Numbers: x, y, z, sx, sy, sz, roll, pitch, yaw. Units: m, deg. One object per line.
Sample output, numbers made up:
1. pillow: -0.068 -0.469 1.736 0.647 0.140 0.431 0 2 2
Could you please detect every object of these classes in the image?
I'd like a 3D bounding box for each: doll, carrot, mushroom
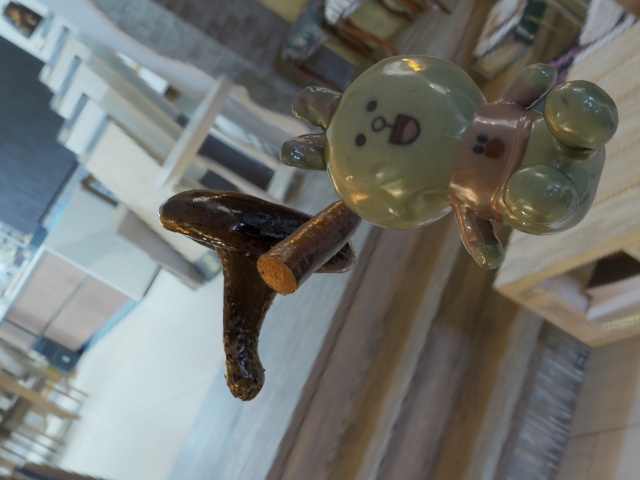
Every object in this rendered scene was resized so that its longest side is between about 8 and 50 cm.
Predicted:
1. doll: 0.096 -0.063 0.728 0.275 0.113 0.154 12 87 42
2. carrot: 0.000 0.000 0.922 0.139 0.048 0.048 -39 -2 -41
3. mushroom: -0.084 0.063 1.053 0.148 0.227 0.217 -173 99 -77
